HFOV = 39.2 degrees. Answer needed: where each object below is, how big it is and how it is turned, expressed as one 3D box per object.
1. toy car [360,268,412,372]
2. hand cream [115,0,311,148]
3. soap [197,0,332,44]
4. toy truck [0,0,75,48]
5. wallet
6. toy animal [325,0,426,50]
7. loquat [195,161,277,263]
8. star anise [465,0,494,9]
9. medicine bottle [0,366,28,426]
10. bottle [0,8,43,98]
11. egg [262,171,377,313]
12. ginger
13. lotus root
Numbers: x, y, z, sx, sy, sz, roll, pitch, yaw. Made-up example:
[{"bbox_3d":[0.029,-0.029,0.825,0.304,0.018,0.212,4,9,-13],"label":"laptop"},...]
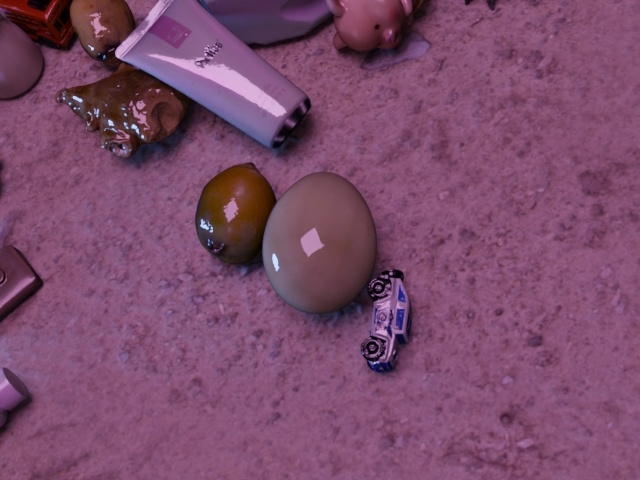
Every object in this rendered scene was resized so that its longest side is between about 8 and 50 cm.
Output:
[{"bbox_3d":[0.110,0.129,1.461,0.070,0.080,0.170,3,66,14],"label":"toy car"},{"bbox_3d":[-0.185,-0.312,1.655,0.359,0.118,0.185,36,81,5],"label":"hand cream"},{"bbox_3d":[-0.036,-0.569,1.763,0.446,0.156,0.261,-33,58,-2],"label":"soap"},{"bbox_3d":[-0.633,-0.502,1.916,0.253,0.114,0.107,20,74,21],"label":"toy truck"},{"bbox_3d":[-0.611,0.089,1.689,0.153,0.039,0.118,-44,66,-6],"label":"wallet"},{"bbox_3d":[0.126,-0.461,1.680,0.149,0.165,0.248,37,73,30],"label":"toy animal"},{"bbox_3d":[-0.145,-0.052,1.568,0.152,0.152,0.195,7,55,17],"label":"loquat"},{"bbox_3d":[0.320,-0.532,1.706,0.181,0.061,0.204,-37,69,0],"label":"star anise"},{"bbox_3d":[-0.632,0.327,1.556,0.260,0.095,0.095,-38,63,-4],"label":"medicine bottle"},{"bbox_3d":[-0.681,-0.405,1.816,0.148,0.236,0.147,-5,66,12],"label":"bottle"},{"bbox_3d":[0.000,0.000,1.487,0.189,0.188,0.253,-2,55,14],"label":"egg"},{"bbox_3d":[-0.384,-0.256,1.742,0.270,0.123,0.218,-6,58,22],"label":"ginger"},{"bbox_3d":[-0.447,-0.453,1.841,0.118,0.125,0.220,-27,70,15],"label":"lotus root"}]
